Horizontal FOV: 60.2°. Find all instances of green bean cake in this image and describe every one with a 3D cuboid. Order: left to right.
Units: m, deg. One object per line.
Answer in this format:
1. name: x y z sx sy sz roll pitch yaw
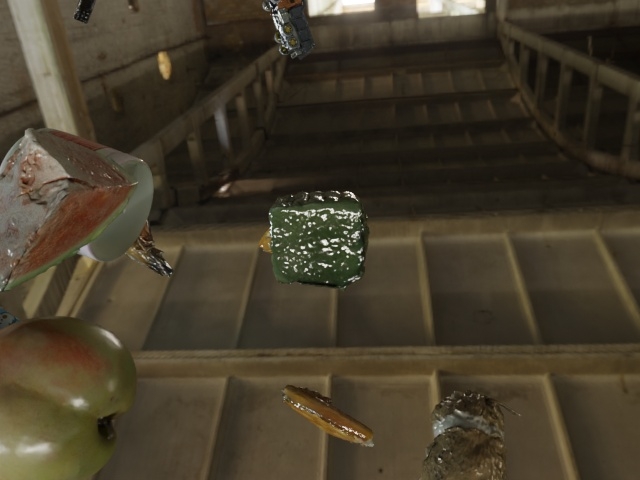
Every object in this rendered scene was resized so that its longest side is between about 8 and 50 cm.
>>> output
1. green bean cake: 0.000 0.000 1.289 0.227 0.222 0.125 1 -161 7

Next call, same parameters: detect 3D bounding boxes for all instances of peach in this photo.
1. peach: -0.464 0.267 0.937 0.292 0.292 0.247 -4 178 3

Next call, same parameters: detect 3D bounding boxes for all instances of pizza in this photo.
1. pizza: -0.104 -0.019 1.769 0.246 0.058 0.127 -30 -132 32
2. pizza: 0.015 0.318 1.001 0.185 0.195 0.052 28 -111 12

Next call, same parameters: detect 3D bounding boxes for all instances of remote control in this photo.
1. remote control: -0.605 -0.611 1.426 0.039 0.096 0.014 12 -159 -46

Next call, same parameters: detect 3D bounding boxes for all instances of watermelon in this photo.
1. watermelon: -0.470 -0.062 0.995 0.310 0.231 0.193 -32 -118 -23

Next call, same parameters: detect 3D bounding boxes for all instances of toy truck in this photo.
1. toy truck: -0.081 -0.586 1.487 0.092 0.192 0.083 -24 -168 -17

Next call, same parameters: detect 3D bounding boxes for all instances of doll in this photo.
1. doll: 0.179 0.298 0.711 0.115 0.105 0.221 -23 -148 52

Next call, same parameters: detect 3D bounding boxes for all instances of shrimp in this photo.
1. shrimp: -0.528 -0.024 1.573 0.317 0.164 0.062 41 -155 -3

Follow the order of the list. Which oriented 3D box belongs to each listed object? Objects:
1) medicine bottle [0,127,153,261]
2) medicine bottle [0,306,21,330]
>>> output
1. medicine bottle: -0.550 -0.105 1.257 0.241 0.252 0.252 19 -149 10
2. medicine bottle: -0.782 0.192 1.243 0.188 0.094 0.119 39 -156 -9
